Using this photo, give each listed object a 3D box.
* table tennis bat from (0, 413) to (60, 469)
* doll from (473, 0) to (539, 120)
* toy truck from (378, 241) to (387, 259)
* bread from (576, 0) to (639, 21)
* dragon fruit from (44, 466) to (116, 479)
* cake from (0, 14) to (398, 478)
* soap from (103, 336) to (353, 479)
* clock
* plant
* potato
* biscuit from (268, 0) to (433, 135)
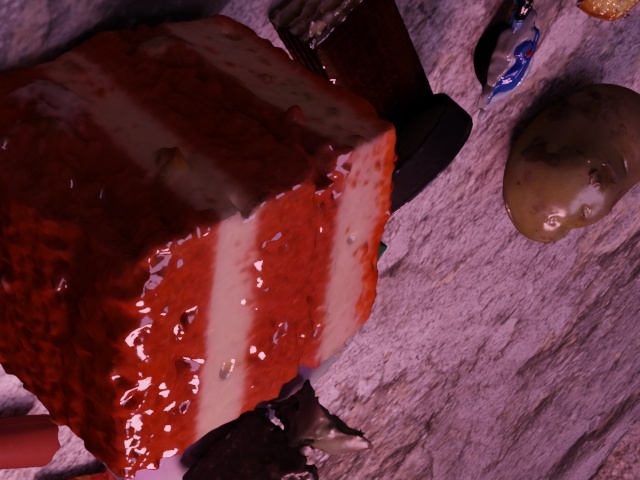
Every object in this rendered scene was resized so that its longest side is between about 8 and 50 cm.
[{"bbox_3d":[-0.416,0.198,1.220,0.414,0.051,0.268,6,120,-52],"label":"table tennis bat"},{"bbox_3d":[0.224,-0.231,1.565,0.096,0.070,0.195,-59,171,-65],"label":"doll"},{"bbox_3d":[0.000,0.000,1.514,0.147,0.079,0.065,15,112,-55],"label":"toy truck"},{"bbox_3d":[0.405,-0.360,1.664,0.187,0.065,0.103,-40,154,-13],"label":"bread"},{"bbox_3d":[-0.249,0.372,1.554,0.161,0.126,0.274,-29,145,-31],"label":"dragon fruit"},{"bbox_3d":[-0.125,-0.017,1.140,0.319,0.269,0.270,-29,144,-35],"label":"cake"},{"bbox_3d":[-0.117,0.150,1.500,0.324,0.109,0.193,-38,149,-20],"label":"soap"},{"bbox_3d":[0.086,-0.090,1.453,0.184,0.184,0.040,-46,106,-7],"label":"clock"},{"bbox_3d":[-0.048,0.252,1.477,0.203,0.142,0.131,-35,143,-5],"label":"plant"},{"bbox_3d":[0.345,-0.108,1.767,0.262,0.165,0.165,-48,153,-27],"label":"potato"},{"bbox_3d":[0.036,-0.190,1.355,0.106,0.070,0.252,-47,150,-6],"label":"biscuit"}]
